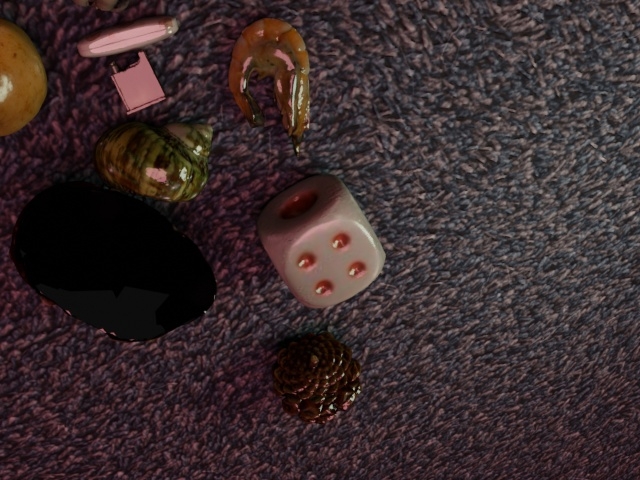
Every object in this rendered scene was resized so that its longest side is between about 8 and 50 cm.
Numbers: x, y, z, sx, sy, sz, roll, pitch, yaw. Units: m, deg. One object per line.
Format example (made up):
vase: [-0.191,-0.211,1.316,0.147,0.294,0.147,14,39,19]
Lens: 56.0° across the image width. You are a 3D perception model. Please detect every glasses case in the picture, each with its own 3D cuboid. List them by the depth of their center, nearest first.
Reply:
glasses case: [-0.313,-0.332,0.980,0.164,0.063,0.041,-18,122,-5]

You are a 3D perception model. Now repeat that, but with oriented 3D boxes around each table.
table: [-0.308,-0.267,1.006,0.070,0.083,0.082,-24,114,-5]

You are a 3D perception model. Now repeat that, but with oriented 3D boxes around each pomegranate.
pomegranate: [-0.511,-0.246,0.913,0.196,0.196,0.196,-6,118,-12]

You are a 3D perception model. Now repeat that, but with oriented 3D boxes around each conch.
conch: [-0.279,-0.149,1.042,0.187,0.124,0.181,50,55,1]

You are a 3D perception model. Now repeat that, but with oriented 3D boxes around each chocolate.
chocolate: [-0.373,0.043,1.075,0.340,0.210,0.225,33,75,-22]

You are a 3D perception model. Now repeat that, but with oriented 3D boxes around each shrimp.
shrimp: [-0.090,-0.263,1.080,0.145,0.059,0.254,-4,117,-10]

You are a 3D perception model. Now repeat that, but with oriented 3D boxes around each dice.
dice: [0.000,0.000,1.164,0.193,0.194,0.191,-32,119,1]

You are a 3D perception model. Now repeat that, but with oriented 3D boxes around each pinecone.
pinecone: [-0.003,0.310,1.329,0.208,0.207,0.207,-6,118,-12]

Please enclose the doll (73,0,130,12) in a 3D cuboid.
doll: [-0.375,-0.413,0.904,0.192,0.095,0.149,9,116,-22]
